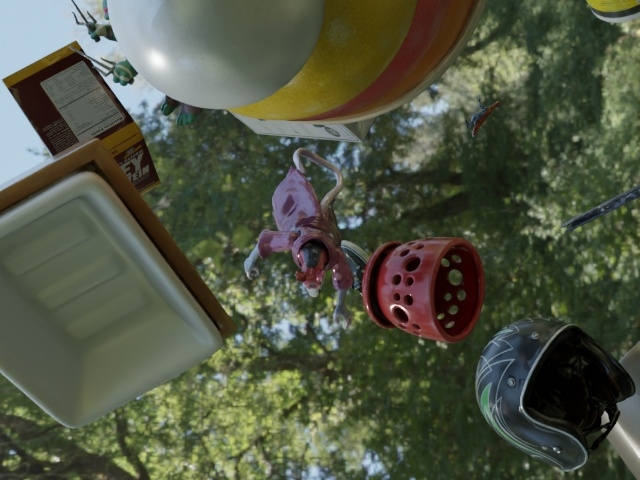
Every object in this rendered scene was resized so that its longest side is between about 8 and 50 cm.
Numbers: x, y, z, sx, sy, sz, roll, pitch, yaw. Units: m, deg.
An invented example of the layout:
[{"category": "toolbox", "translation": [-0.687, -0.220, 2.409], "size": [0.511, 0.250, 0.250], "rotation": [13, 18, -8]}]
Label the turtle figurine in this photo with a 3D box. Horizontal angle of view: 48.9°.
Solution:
[{"category": "turtle figurine", "translation": [-0.272, -0.280, 1.044], "size": [0.234, 0.118, 0.175], "rotation": [50, -171, -38]}]

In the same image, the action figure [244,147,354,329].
[{"category": "action figure", "translation": [0.000, 0.000, 1.471], "size": [0.275, 0.248, 0.370], "rotation": [-63, 12, 14]}]

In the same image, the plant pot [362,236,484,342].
[{"category": "plant pot", "translation": [0.188, 0.085, 1.314], "size": [0.191, 0.174, 0.191], "rotation": [-6, -82, -46]}]

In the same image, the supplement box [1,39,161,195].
[{"category": "supplement box", "translation": [-0.375, -0.169, 1.133], "size": [0.194, 0.129, 0.191], "rotation": [53, 166, 14]}]

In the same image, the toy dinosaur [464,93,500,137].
[{"category": "toy dinosaur", "translation": [0.337, -0.255, 1.448], "size": [0.047, 0.082, 0.090], "rotation": [49, -160, -63]}]

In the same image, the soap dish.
[{"category": "soap dish", "translation": [-0.256, 0.048, 0.751], "size": [0.290, 0.229, 0.118], "rotation": [62, 179, -38]}]

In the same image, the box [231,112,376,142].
[{"category": "box", "translation": [-0.058, -0.246, 1.148], "size": [0.169, 0.290, 0.087], "rotation": [35, -104, -38]}]

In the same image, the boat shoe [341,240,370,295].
[{"category": "boat shoe", "translation": [0.110, 0.096, 1.822], "size": [0.070, 0.077, 0.219], "rotation": [-37, -98, -32]}]

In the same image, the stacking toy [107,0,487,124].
[{"category": "stacking toy", "translation": [-0.021, -0.203, 0.539], "size": [0.479, 0.351, 0.350], "rotation": [-77, -30, -63]}]

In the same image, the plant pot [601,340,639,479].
[{"category": "plant pot", "translation": [0.634, 0.315, 1.212], "size": [0.280, 0.323, 0.323], "rotation": [44, -173, 30]}]

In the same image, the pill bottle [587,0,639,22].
[{"category": "pill bottle", "translation": [0.372, -0.394, 0.904], "size": [0.208, 0.119, 0.119], "rotation": [40, -133, -40]}]

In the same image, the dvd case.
[{"category": "dvd case", "translation": [0.471, -0.068, 1.073], "size": [0.221, 0.165, 0.018], "rotation": [-16, -103, -54]}]

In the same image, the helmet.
[{"category": "helmet", "translation": [0.264, 0.173, 0.836], "size": [0.161, 0.169, 0.169], "rotation": [42, -157, 13]}]
